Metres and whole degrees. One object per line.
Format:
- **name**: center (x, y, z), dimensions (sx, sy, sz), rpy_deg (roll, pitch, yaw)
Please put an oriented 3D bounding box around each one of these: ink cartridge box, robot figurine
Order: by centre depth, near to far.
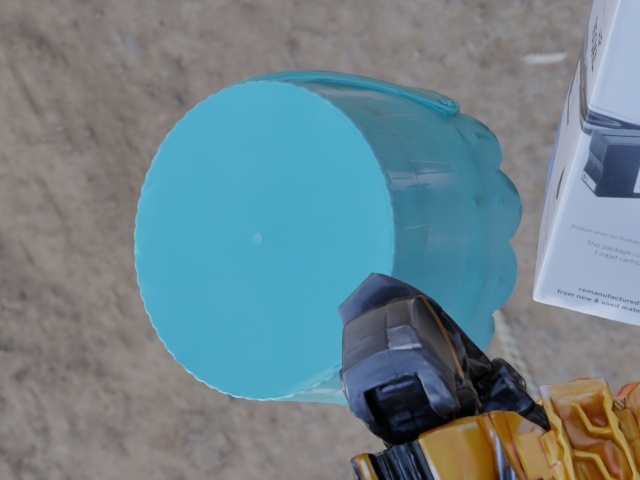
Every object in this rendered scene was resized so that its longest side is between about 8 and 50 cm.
- **robot figurine**: center (0.078, 0.116, 0.392), dimensions (0.085, 0.291, 0.211), rpy_deg (-21, 68, 8)
- **ink cartridge box**: center (0.349, -0.151, 1.558), dimensions (0.166, 0.285, 0.394), rpy_deg (13, 126, 4)

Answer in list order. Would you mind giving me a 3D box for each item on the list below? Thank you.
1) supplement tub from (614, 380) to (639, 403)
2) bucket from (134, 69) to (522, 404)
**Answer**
- **supplement tub**: center (0.381, 0.333, 1.711), dimensions (0.194, 0.316, 0.193), rpy_deg (14, 156, 6)
- **bucket**: center (0.000, 0.000, 1.177), dimensions (0.281, 0.183, 0.281), rpy_deg (-1, 87, 33)
